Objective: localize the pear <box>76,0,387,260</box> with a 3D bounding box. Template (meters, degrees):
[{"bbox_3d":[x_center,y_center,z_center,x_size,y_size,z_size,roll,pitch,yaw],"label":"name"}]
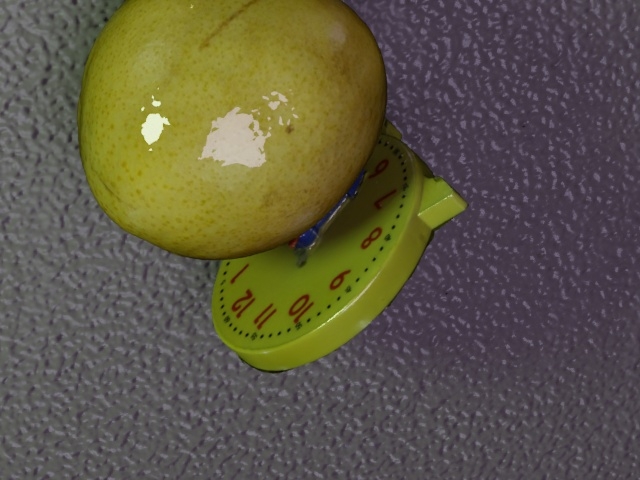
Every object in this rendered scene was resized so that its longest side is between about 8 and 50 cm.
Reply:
[{"bbox_3d":[-0.089,-0.129,1.796,0.314,0.314,0.314,-6,113,-14],"label":"pear"}]

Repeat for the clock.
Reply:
[{"bbox_3d":[-0.004,-0.001,1.882,0.071,0.277,0.293,40,91,-30],"label":"clock"}]
